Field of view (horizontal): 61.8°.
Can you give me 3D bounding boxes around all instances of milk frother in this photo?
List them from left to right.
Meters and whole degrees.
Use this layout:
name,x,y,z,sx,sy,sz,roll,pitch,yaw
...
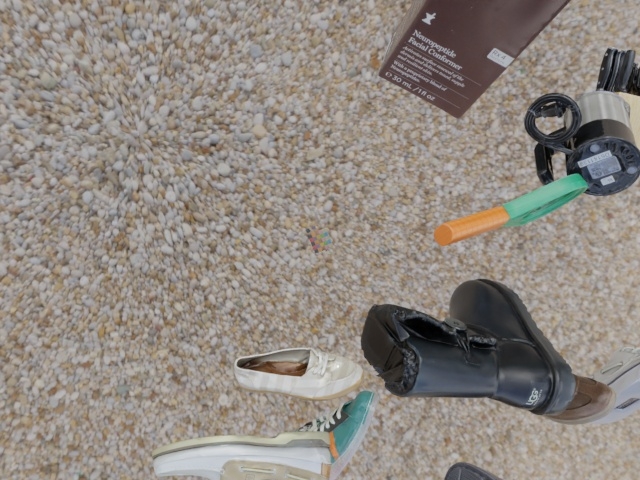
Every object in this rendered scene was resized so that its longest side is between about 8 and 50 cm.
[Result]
name,x,y,z,sx,sy,sz,roll,pitch,yaw
milk frother,0.335,-0.150,0.690,0.129,0.135,0.143,-4,126,25

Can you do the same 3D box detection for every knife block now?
name,x,y,z,sx,sy,sz,roll,pitch,yaw
knife block,0.627,-0.270,1.157,0.275,0.088,0.242,-37,106,-5

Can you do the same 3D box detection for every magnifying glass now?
name,x,y,z,sx,sy,sz,roll,pitch,yaw
magnifying glass,0.222,-0.034,0.617,0.230,0.092,0.026,-18,73,-32

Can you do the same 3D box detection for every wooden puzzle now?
name,x,y,z,sx,sy,sz,roll,pitch,yaw
wooden puzzle,0.000,0.000,1.299,0.049,0.006,0.083,-22,94,16

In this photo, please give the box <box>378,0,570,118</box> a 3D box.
name,x,y,z,sx,sy,sz,roll,pitch,yaw
box,0.274,-0.401,0.906,0.191,0.381,0.143,25,56,-9

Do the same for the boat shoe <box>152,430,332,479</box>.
name,x,y,z,sx,sy,sz,roll,pitch,yaw
boat shoe,-0.128,0.382,0.894,0.301,0.113,0.104,-1,65,-7

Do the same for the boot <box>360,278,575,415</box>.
name,x,y,z,sx,sy,sz,roll,pitch,yaw
boot,0.148,0.103,0.635,0.207,0.246,0.094,14,111,-15

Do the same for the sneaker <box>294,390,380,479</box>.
name,x,y,z,sx,sy,sz,roll,pitch,yaw
sneaker,0.008,0.417,1.118,0.121,0.108,0.302,34,107,8

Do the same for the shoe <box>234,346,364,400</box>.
name,x,y,z,sx,sy,sz,roll,pitch,yaw
shoe,-0.038,0.217,0.882,0.218,0.077,0.058,-3,130,9

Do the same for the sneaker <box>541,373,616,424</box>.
name,x,y,z,sx,sy,sz,roll,pitch,yaw
sneaker,0.306,0.206,0.748,0.071,0.188,0.066,46,59,-20

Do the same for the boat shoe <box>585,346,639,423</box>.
name,x,y,z,sx,sy,sz,roll,pitch,yaw
boat shoe,0.531,0.224,0.904,0.096,0.088,0.268,9,140,-6

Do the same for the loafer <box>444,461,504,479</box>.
name,x,y,z,sx,sy,sz,roll,pitch,yaw
loafer,0.291,0.421,0.731,0.095,0.302,0.109,22,93,-30
